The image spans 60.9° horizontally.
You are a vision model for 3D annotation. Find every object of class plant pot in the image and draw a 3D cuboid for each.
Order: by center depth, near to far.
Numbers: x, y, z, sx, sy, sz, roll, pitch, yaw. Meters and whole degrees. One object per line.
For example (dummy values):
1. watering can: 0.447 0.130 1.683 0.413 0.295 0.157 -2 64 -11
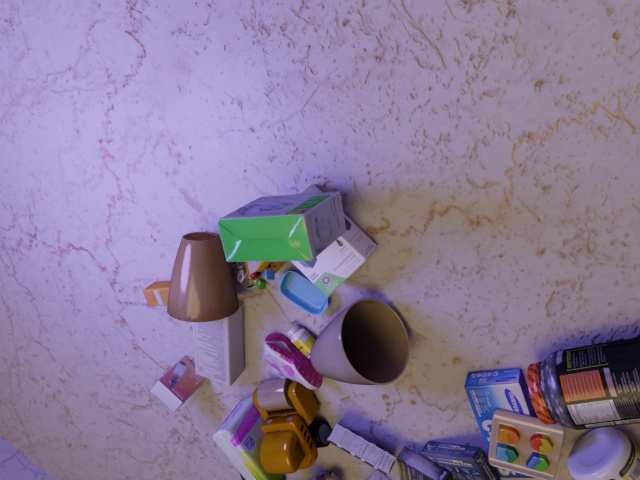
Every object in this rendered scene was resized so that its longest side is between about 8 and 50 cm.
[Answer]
1. plant pot: 0.091 0.340 1.694 0.256 0.256 0.274 51 140 -4
2. plant pot: -0.393 0.108 1.797 0.237 0.237 0.254 8 108 23

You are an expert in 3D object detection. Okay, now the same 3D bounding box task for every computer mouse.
1. computer mouse: -0.264 0.073 1.844 0.106 0.042 0.193 -19 98 27

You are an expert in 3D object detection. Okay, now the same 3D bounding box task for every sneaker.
1. sneaker: -0.102 0.438 1.910 0.252 0.103 0.111 39 128 12

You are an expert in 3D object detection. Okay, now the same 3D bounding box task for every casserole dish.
1. casserole dish: -0.050 0.167 1.785 0.188 0.037 0.114 32 123 9

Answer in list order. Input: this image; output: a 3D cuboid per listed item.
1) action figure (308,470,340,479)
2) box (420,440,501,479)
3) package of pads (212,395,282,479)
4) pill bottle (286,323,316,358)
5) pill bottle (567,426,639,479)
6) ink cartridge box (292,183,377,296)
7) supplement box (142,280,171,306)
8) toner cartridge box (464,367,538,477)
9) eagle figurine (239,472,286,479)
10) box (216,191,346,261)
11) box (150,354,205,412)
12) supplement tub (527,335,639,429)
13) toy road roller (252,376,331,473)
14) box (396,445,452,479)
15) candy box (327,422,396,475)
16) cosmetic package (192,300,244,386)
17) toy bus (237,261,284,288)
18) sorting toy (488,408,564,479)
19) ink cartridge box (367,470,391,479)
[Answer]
1. action figure: -0.059 0.971 2.093 0.341 0.179 0.330 36 123 -26
2. box: 0.459 0.745 1.755 0.232 0.059 0.183 -22 104 53
3. package of pads: -0.240 0.762 2.046 0.101 0.229 0.297 -32 96 29
4. pill bottle: -0.059 0.340 1.854 0.116 0.065 0.065 45 124 1
5. pill bottle: 0.865 0.696 1.495 0.334 0.188 0.188 46 124 0
6. ink cartridge box: 0.000 0.000 1.631 0.273 0.115 0.198 44 124 2
7. supplement box: -0.540 0.193 2.013 0.233 0.078 0.080 -8 110 30
8. toner cartridge box: 0.569 0.557 1.642 0.165 0.075 0.348 -15 107 30
9. eagle figurine: -0.276 1.041 2.251 0.226 0.225 0.298 10 88 -22
10. box: -0.096 -0.037 1.454 0.261 0.231 0.127 -2 109 27
11. box: -0.554 0.562 2.139 0.130 0.170 0.091 42 124 1
12. supplement tub: 0.727 0.369 1.396 0.338 0.207 0.207 -20 103 33
13. toy road roller: -0.126 0.673 1.939 0.202 0.240 0.330 -18 104 31
14. box: 0.357 0.830 1.839 0.183 0.056 0.231 17 130 41
15. candy box: 0.142 0.723 1.888 0.233 0.071 0.159 27 162 13
16. cosmetic package: -0.371 0.361 1.989 0.160 0.113 0.310 15 120 20
17. toy bus: -0.167 0.058 1.750 0.202 0.104 0.191 7 88 57
18. sorting toy: 0.593 0.601 1.583 0.193 0.038 0.208 8 117 22
19. ink cartridge box: 0.247 0.974 1.940 0.237 0.172 0.100 36 124 7
